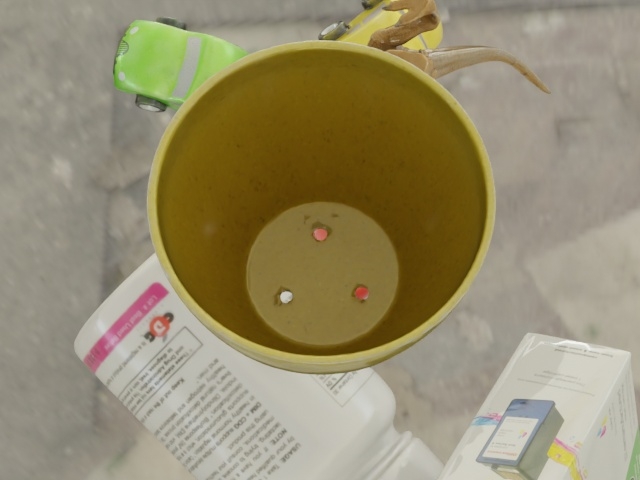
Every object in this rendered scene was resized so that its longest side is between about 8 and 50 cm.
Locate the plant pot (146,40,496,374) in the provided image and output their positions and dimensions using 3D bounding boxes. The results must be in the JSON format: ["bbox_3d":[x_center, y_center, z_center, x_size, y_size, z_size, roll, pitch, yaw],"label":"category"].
[{"bbox_3d":[0.000,0.000,0.777,0.134,0.095,0.134,0,69,0],"label":"plant pot"}]

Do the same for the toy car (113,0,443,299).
[{"bbox_3d":[-0.028,-0.088,1.271,0.225,0.053,0.239,19,82,-25],"label":"toy car"}]

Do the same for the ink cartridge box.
[{"bbox_3d":[0.161,0.197,1.422,0.093,0.154,0.212,11,41,29],"label":"ink cartridge box"}]

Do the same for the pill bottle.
[{"bbox_3d":[-0.044,0.129,1.506,0.160,0.160,0.283,-44,88,-8],"label":"pill bottle"}]

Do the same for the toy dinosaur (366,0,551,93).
[{"bbox_3d":[0.047,-0.097,1.090,0.211,0.112,0.064,-22,76,-19],"label":"toy dinosaur"}]
